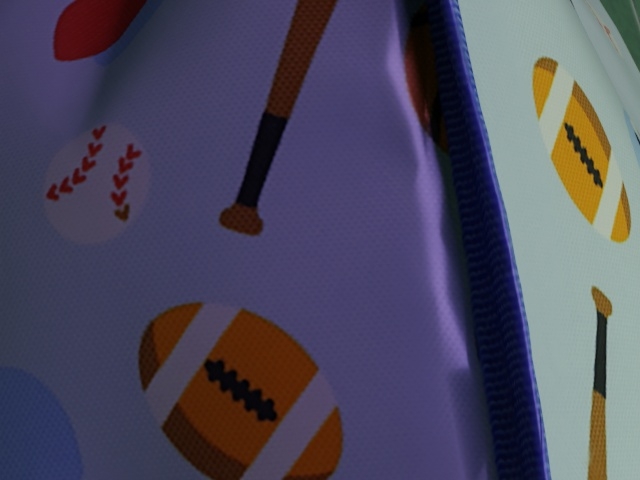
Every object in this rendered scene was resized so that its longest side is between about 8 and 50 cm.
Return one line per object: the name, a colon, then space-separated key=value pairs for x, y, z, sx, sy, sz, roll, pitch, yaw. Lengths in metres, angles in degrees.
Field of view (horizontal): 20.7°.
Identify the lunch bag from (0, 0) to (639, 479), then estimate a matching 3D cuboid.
lunch bag: x=0.000 y=0.000 z=0.562 sx=0.328 sy=0.239 sz=0.385 roll=23 pitch=59 yaw=-68
